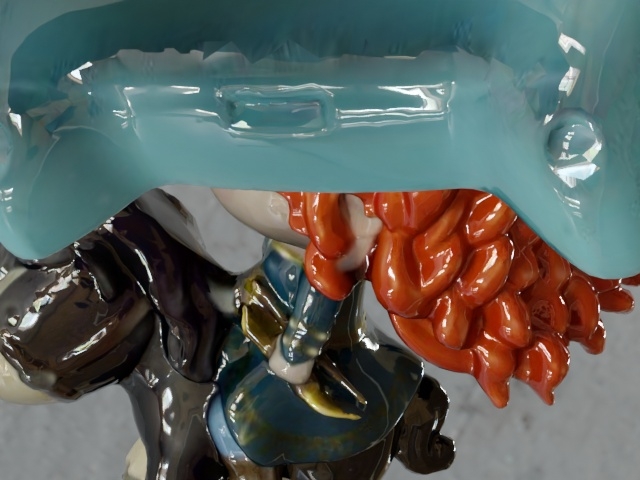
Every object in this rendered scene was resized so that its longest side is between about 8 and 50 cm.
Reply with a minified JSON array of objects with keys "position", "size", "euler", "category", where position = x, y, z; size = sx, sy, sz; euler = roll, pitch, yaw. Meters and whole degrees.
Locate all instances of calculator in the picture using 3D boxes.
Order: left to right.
[{"position":[0.029,-0.175,0.570],"size":[0.054,0.256,0.386],"euler":[50,48,-52],"category":"calculator"}]

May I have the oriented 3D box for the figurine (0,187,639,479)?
[{"position":[-0.010,0.004,1.054],"size":[0.412,0.306,0.241],"euler":[-46,-174,24],"category":"figurine"}]
